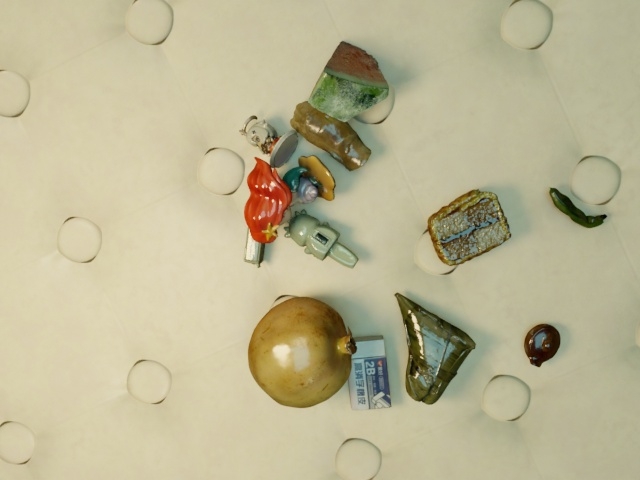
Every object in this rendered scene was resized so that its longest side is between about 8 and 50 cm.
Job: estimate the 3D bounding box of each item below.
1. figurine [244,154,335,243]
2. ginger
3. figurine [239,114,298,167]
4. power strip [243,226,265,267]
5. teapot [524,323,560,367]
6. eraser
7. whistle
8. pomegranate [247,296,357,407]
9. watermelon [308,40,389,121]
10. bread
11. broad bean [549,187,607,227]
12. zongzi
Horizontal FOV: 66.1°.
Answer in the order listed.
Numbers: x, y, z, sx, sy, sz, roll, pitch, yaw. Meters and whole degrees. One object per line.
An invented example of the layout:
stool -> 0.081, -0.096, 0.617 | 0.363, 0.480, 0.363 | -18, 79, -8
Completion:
figurine -> -0.110, -0.130, 1.370 | 0.257, 0.208, 0.181 | -35, 66, -24
ginger -> 0.030, -0.309, 1.427 | 0.263, 0.109, 0.116 | 40, 93, -1
figurine -> -0.158, -0.303, 1.443 | 0.153, 0.132, 0.132 | 35, 95, 13
power strip -> -0.187, -0.055, 1.471 | 0.052, 0.078, 0.272 | 7, 95, 3
teapot -> 0.659, 0.311, 1.456 | 0.098, 0.078, 0.129 | 25, 95, 1
eraser -> 0.143, 0.401, 1.494 | 0.124, 0.068, 0.210 | -6, 93, 4
whistle -> 0.001, -0.001, 1.454 | 0.253, 0.106, 0.102 | 32, 111, 8
pomegranate -> -0.045, 0.310, 1.387 | 0.319, 0.319, 0.319 | 0, 94, 3
watermelon -> 0.082, -0.467, 1.397 | 0.193, 0.257, 0.140 | 19, 139, -18
bread -> 0.426, -0.038, 1.434 | 0.222, 0.096, 0.181 | -27, 92, 6
broad bean -> 0.744, -0.088, 1.439 | 0.195, 0.046, 0.061 | 25, 83, -4
zongzi -> 0.277, 0.324, 1.454 | 0.274, 0.125, 0.251 | 32, 88, 2
